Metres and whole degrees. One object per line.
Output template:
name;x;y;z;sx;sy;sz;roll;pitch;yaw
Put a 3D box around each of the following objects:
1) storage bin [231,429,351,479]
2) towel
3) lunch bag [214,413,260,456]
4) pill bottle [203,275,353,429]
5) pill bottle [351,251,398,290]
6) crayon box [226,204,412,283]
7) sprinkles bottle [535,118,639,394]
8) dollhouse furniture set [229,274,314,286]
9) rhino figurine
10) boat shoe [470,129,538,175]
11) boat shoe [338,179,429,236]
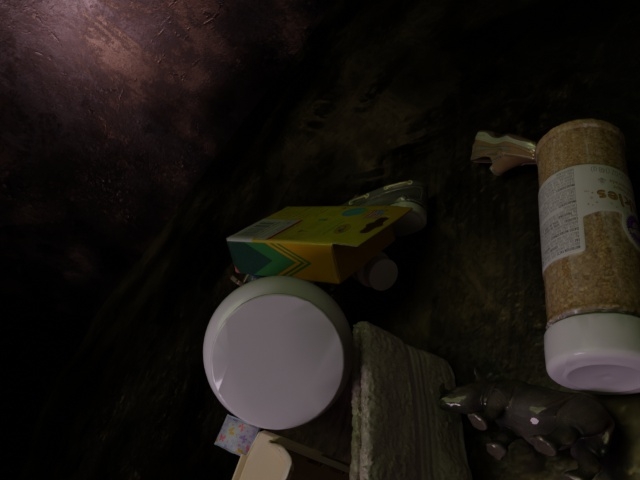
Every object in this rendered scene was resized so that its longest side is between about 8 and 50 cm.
storage bin;-0.001;0.409;0.630;0.123;0.262;0.260;-14;50;55
towel;0.118;0.254;0.680;0.049;0.187;0.282;-39;33;36
lunch bag;-0.175;0.426;1.104;0.083;0.053;0.071;8;65;32
pill bottle;-0.067;0.175;0.849;0.229;0.229;0.407;-61;0;-7
pill bottle;0.095;0.049;1.041;0.078;0.078;0.137;-57;28;-1
crayon box;0.000;0.000;0.994;0.319;0.081;0.202;2;24;39
sprinkles bottle;0.343;0.006;0.650;0.121;0.121;0.355;-26;41;44
dollhouse furniture set;-0.121;0.088;1.287;0.129;0.129;0.184;-60;28;-5
rhino figurine;0.240;0.215;0.636;0.106;0.073;0.243;-28;15;-28
boat shoe;0.330;-0.147;0.904;0.072;0.068;0.190;-66;17;9
boat shoe;0.103;-0.052;1.109;0.305;0.109;0.091;-15;48;44
